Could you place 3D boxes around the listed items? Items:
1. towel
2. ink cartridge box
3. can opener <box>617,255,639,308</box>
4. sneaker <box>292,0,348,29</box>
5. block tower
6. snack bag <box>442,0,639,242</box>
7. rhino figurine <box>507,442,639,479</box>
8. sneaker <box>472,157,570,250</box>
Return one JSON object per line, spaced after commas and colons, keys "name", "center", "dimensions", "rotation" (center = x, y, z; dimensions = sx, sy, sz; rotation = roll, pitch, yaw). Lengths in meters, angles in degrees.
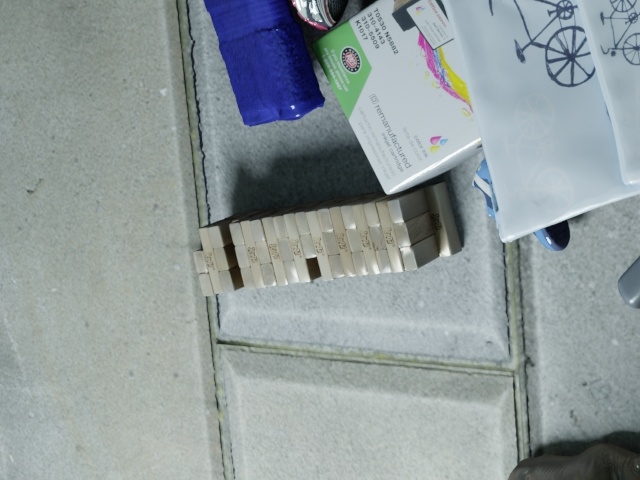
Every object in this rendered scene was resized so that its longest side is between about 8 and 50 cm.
{"name": "towel", "center": [-0.077, -0.290, 2.010], "dimensions": [0.228, 0.076, 0.308], "rotation": [-176, 67, -71]}
{"name": "ink cartridge box", "center": [0.158, -0.205, 1.904], "dimensions": [0.278, 0.117, 0.201], "rotation": [-29, 85, 35]}
{"name": "can opener", "center": [0.418, -0.045, 1.823], "dimensions": [0.283, 0.076, 0.095], "rotation": [-52, 42, 32]}
{"name": "sneaker", "center": [0.058, -0.372, 1.898], "dimensions": [0.112, 0.121, 0.299], "rotation": [30, 104, 17]}
{"name": "block tower", "center": [0.000, 0.000, 2.079], "dimensions": [0.335, 0.097, 0.091], "rotation": [-9, 99, 33]}
{"name": "snack bag", "center": [0.274, -0.197, 1.698], "dimensions": [0.342, 0.037, 0.323], "rotation": [-21, 78, 37]}
{"name": "rhino figurine", "center": [0.317, 0.290, 1.962], "dimensions": [0.243, 0.073, 0.106], "rotation": [-16, 71, 34]}
{"name": "sneaker", "center": [0.230, -0.039, 1.946], "dimensions": [0.144, 0.053, 0.059], "rotation": [53, 126, 19]}
